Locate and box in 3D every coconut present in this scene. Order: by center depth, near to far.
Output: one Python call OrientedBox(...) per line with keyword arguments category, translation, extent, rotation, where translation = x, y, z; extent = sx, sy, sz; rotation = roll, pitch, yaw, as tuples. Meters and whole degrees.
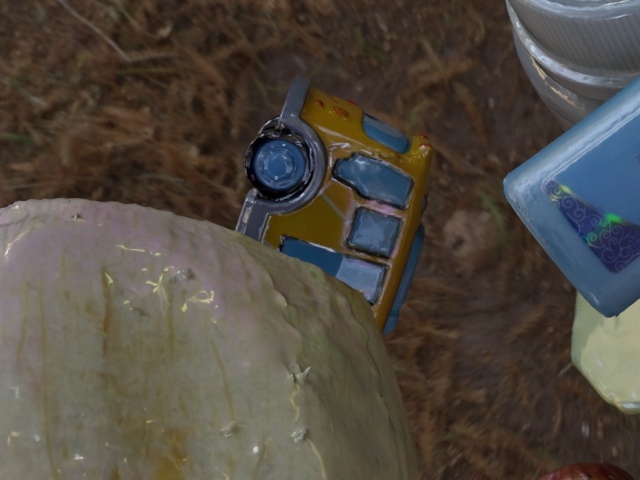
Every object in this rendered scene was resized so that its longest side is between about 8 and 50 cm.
OrientedBox(category="coconut", translation=(-0.099, 0.121, 0.580), extent=(0.297, 0.297, 0.254), rotation=(-21, 50, 10))

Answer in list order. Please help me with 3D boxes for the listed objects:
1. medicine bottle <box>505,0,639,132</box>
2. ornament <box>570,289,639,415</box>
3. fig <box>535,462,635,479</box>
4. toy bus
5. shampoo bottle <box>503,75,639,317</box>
OrientedBox(category="medicine bottle", translation=(0.270, -0.189, 1.043), extent=(0.245, 0.306, 0.245), rotation=(-10, 66, 24))
OrientedBox(category="ornament", translation=(0.227, -0.001, 0.867), extent=(0.201, 0.059, 0.180), rotation=(-62, 39, 27))
OrientedBox(category="fig", translation=(0.292, 0.316, 1.384), extent=(0.202, 0.148, 0.149), rotation=(40, 89, 31))
OrientedBox(category="toy bus", translation=(0.000, 0.000, 0.925), extent=(0.136, 0.126, 0.209), rotation=(18, 100, -2))
OrientedBox(category="shampoo bottle", translation=(0.231, -0.072, 0.738), extent=(0.258, 0.061, 0.104), rotation=(-39, 83, 15))
